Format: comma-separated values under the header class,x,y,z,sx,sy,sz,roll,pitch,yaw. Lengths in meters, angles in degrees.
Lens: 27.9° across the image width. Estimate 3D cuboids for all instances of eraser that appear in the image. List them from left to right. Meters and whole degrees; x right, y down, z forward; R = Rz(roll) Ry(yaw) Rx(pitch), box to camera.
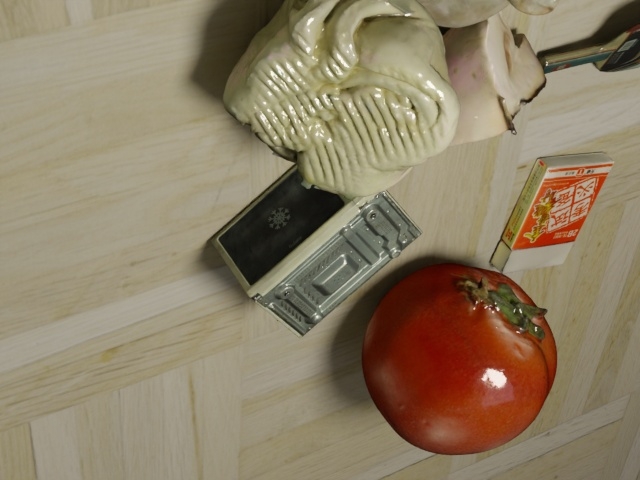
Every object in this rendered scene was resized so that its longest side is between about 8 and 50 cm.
class,x,y,z,sx,sy,sz,roll,pitch,yaw
eraser,0.398,-0.047,2.220,0.157,0.038,0.230,-8,132,-34

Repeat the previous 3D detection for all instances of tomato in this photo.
class,x,y,z,sx,sy,sz,roll,pitch,yaw
tomato,0.220,0.199,2.104,0.321,0.321,0.321,-22,140,-20

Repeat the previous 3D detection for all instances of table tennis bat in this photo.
class,x,y,z,sx,sy,sz,roll,pitch,yaw
table tennis bat,0.472,-0.300,1.985,0.301,0.022,0.173,-14,164,-17

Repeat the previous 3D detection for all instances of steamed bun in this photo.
class,x,y,z,sx,sy,sz,roll,pitch,yaw
steamed bun,0.043,-0.213,1.616,0.268,0.207,0.280,29,137,-18

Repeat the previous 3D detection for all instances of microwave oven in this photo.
class,x,y,z,sx,sy,sz,roll,pitch,yaw
microwave oven,0.000,0.000,1.861,0.240,0.145,0.194,-41,140,3

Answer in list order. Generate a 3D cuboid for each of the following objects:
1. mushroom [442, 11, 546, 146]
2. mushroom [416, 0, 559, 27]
class,x,y,z,sx,sy,sz,roll,pitch,yaw
mushroom,0.197,-0.237,1.807,0.236,0.173,0.162,-46,120,-59
mushroom,0.201,-0.359,1.582,0.243,0.243,0.243,-22,140,-20
